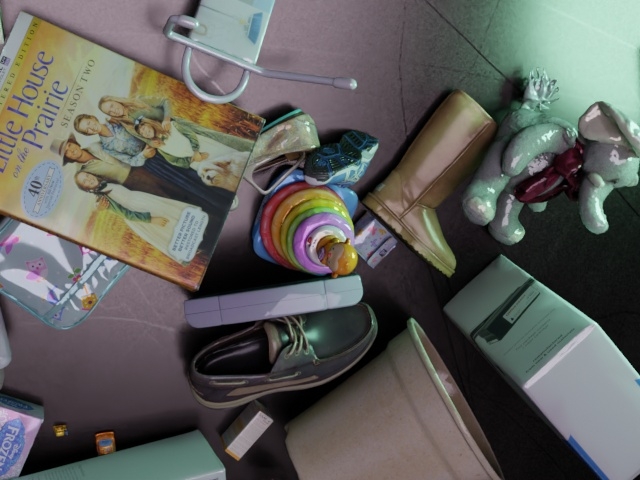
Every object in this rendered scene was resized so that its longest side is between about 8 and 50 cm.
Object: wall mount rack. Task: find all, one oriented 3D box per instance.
[{"bbox_3d":[-0.074,-0.374,1.717,0.304,0.130,0.350,19,77,-15],"label":"wall mount rack"}]

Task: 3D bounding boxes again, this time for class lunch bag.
[{"bbox_3d":[0.094,0.002,1.962,0.071,0.053,0.083,-44,119,1],"label":"lunch bag"},{"bbox_3d":[-0.412,-0.003,1.796,0.224,0.108,0.279,42,91,-20],"label":"lunch bag"}]

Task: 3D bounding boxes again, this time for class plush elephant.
[{"bbox_3d":[0.438,-0.124,1.897,0.255,0.272,0.330,19,81,25],"label":"plush elephant"}]

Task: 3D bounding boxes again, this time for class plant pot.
[{"bbox_3d":[0.117,0.359,1.943,0.305,0.334,0.334,-31,110,6],"label":"plant pot"}]

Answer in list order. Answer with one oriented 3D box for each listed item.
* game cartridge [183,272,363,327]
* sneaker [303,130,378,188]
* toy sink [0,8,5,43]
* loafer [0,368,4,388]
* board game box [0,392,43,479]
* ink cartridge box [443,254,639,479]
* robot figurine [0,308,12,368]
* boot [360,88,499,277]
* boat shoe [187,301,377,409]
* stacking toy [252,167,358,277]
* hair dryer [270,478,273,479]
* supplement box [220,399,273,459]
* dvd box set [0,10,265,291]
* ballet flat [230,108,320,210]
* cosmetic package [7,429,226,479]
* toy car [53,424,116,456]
[{"bbox_3d":[-0.077,0.101,1.837,0.297,0.198,0.062,-8,94,1],"label":"game cartridge"},{"bbox_3d":[0.036,-0.122,1.850,0.080,0.211,0.081,26,119,22],"label":"sneaker"},{"bbox_3d":[-0.573,-0.410,1.635,0.153,0.131,0.234,-8,105,-13],"label":"toy sink"},{"bbox_3d":[-0.574,0.199,1.849,0.045,0.039,0.125,-29,118,-53],"label":"loafer"},{"bbox_3d":[-0.684,0.385,1.848,0.318,0.066,0.318,22,98,-19],"label":"board game box"},{"bbox_3d":[0.418,0.223,1.925,0.166,0.395,0.285,-42,110,1],"label":"ink cartridge box"},{"bbox_3d":[-0.633,0.156,1.699,0.300,0.200,0.353,-3,80,-39],"label":"robot figurine"},{"bbox_3d":[0.239,-0.098,1.956,0.236,0.089,0.269,43,89,-21],"label":"boot"},{"bbox_3d":[-0.065,0.197,1.899,0.355,0.130,0.132,-23,67,-5],"label":"boat shoe"},{"bbox_3d":[0.000,0.000,1.803,0.166,0.302,0.175,19,99,-19],"label":"stacking toy"},{"bbox_3d":[-0.040,0.571,2.037,0.293,0.080,0.223,23,87,-36],"label":"hair dryer"},{"bbox_3d":[-0.136,0.347,1.985,0.036,0.062,0.098,41,92,-20],"label":"supplement box"},{"bbox_3d":[-0.333,-0.137,1.703,0.420,0.062,0.307,24,79,-12],"label":"dvd box set"},{"bbox_3d":[-0.139,-0.114,1.832,0.316,0.107,0.106,-27,88,-6],"label":"ballet flat"},{"bbox_3d":[-0.358,0.498,1.885,0.385,0.156,0.217,-13,113,-19],"label":"cosmetic package"},{"bbox_3d":[-0.420,0.369,1.928,0.122,0.040,0.060,10,101,-17],"label":"toy car"}]
